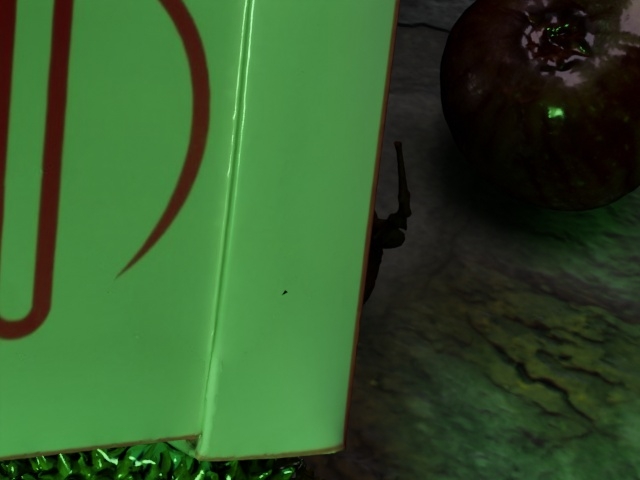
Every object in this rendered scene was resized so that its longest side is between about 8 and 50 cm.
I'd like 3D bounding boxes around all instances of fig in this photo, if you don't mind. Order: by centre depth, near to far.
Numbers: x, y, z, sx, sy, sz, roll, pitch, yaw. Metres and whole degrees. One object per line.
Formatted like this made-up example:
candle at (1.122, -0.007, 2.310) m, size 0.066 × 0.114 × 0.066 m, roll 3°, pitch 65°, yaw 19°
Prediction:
fig at (0.172, -0.092, 1.116) m, size 0.175 × 0.207 × 0.175 m, roll -4°, pitch 69°, yaw 10°

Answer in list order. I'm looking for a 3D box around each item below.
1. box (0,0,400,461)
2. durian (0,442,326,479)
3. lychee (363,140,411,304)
box at (-0.168, -0.087, 0.760) m, size 0.300 × 0.312 × 0.314 m, roll -3°, pitch 18°, yaw -30°
durian at (-0.089, 0.133, 0.785) m, size 0.220 × 0.095 × 0.137 m, roll 6°, pitch 38°, yaw 0°
lychee at (-0.005, 0.003, 0.948) m, size 0.140 × 0.114 × 0.101 m, roll 16°, pitch 69°, yaw 40°
